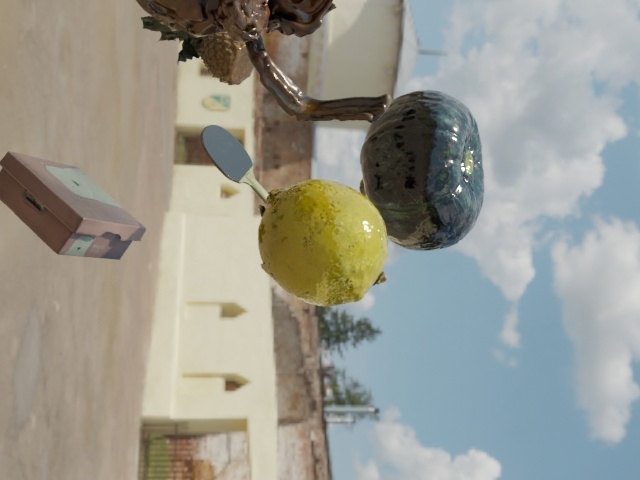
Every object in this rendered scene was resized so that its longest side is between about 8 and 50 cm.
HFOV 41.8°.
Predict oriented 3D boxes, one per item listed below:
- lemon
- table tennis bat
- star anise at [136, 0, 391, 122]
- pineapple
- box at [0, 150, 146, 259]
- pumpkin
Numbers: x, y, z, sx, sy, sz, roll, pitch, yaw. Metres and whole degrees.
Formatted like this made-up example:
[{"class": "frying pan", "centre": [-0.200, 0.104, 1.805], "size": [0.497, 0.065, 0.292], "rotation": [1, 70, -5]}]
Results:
[{"class": "lemon", "centre": [0.000, 0.000, 1.168], "size": [0.173, 0.206, 0.173], "rotation": [-50, 167, -16]}, {"class": "table tennis bat", "centre": [-0.121, -0.109, 1.252], "size": [0.013, 0.156, 0.087], "rotation": [-34, -167, 29]}, {"class": "star anise", "centre": [-0.059, -0.255, 0.988], "size": [0.148, 0.346, 0.237], "rotation": [-54, -163, 4]}, {"class": "pineapple", "centre": [-0.264, -0.447, 1.836], "size": [0.119, 0.277, 0.130], "rotation": [-33, 146, -41]}, {"class": "box", "centre": [-0.468, -0.058, 1.562], "size": [0.086, 0.215, 0.215], "rotation": [-54, 163, 9]}, {"class": "pumpkin", "centre": [0.189, -0.131, 1.631], "size": [0.315, 0.239, 0.315], "rotation": [-5, 90, -69]}]
